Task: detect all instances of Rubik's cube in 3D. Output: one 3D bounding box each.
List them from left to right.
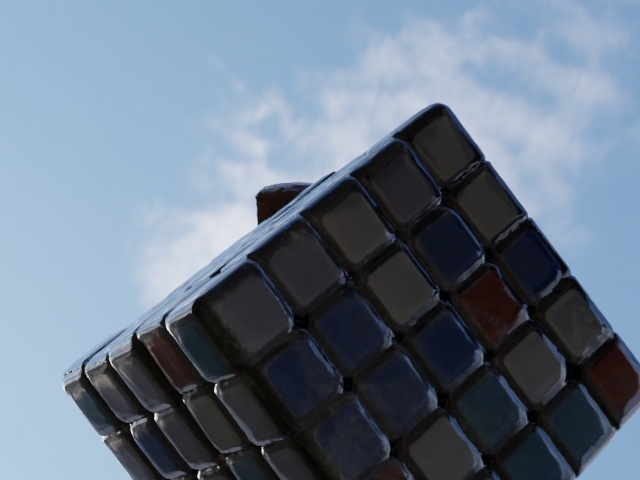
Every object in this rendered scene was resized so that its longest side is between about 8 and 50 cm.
[{"bbox_3d":[0.023,0.115,1.198,0.293,0.287,0.292,52,-33,-2],"label":"Rubik's cube"}]

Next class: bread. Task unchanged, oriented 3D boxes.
[{"bbox_3d":[0.000,0.000,1.494,0.044,0.129,0.126,-19,-102,44],"label":"bread"}]
